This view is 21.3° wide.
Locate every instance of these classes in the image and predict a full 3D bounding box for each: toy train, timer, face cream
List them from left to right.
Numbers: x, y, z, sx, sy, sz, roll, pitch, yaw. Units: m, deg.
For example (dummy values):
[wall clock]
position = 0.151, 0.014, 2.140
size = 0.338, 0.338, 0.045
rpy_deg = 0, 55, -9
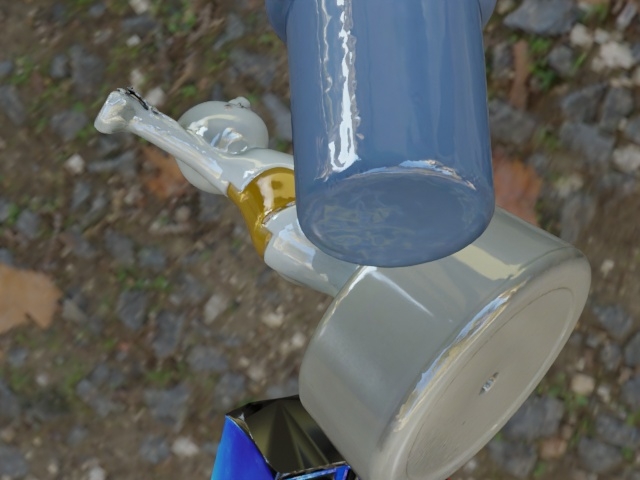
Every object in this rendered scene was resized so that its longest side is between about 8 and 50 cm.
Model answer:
[timer]
position = 0.000, 0.000, 0.972
size = 0.266, 0.175, 0.175
rpy_deg = 40, 123, 22
[toy train]
position = 0.020, 0.177, 1.261
size = 0.083, 0.204, 0.131
rpy_deg = 47, 134, 43
[face cream]
position = 0.019, -0.173, 0.672
size = 0.086, 0.385, 0.135
rpy_deg = -3, 151, 1
